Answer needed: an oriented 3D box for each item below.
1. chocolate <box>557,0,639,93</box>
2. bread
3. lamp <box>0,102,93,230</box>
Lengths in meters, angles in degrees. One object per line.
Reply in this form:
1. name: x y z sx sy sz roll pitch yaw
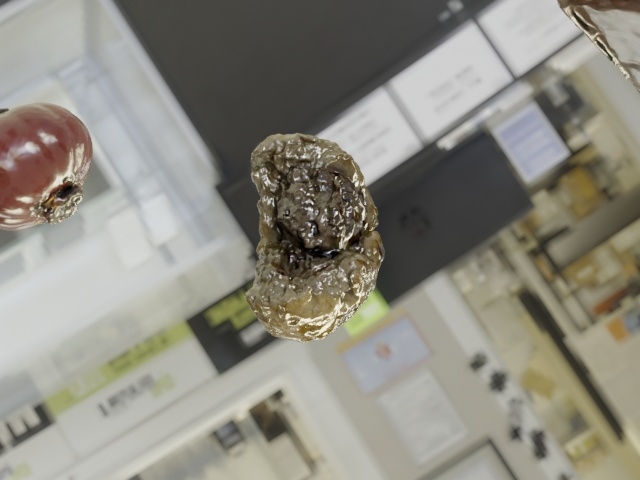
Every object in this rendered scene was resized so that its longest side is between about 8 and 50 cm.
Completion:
1. chocolate: 0.254 -0.115 1.020 0.321 0.112 0.112 34 71 -51
2. bread: 0.000 0.000 0.894 0.060 0.113 0.082 -12 156 23
3. lamp: -0.208 -0.052 1.190 0.101 0.090 0.101 -38 166 -11
